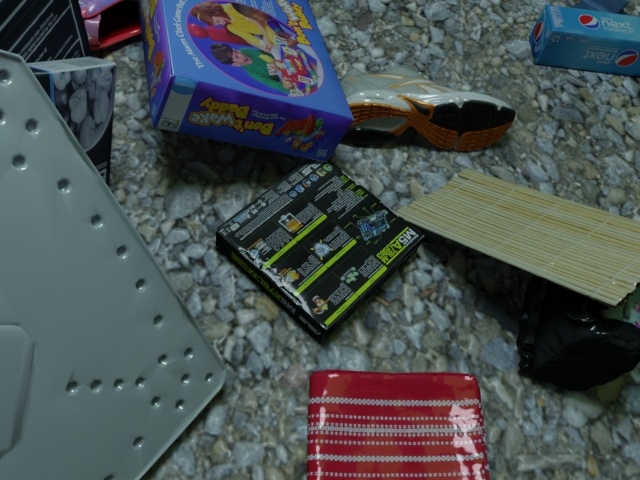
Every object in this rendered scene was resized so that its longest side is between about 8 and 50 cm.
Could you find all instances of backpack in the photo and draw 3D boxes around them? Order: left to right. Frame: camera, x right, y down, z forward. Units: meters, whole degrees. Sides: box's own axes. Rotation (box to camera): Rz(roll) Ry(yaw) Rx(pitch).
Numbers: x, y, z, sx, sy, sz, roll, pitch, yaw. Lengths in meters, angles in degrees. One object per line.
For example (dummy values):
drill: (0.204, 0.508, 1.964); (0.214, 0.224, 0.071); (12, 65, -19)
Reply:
backpack: (0.318, 0.075, 0.768); (0.115, 0.152, 0.182); (30, 52, -7)

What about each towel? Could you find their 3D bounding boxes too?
towel: (0.083, 0.264, 0.664); (0.198, 0.031, 0.275); (4, 58, -6)
towel: (0.483, -0.401, 1.151); (0.119, 0.029, 0.067); (-37, 71, -27)

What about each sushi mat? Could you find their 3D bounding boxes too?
sushi mat: (0.248, -0.018, 0.780); (0.151, 0.019, 0.316); (-33, 37, -26)

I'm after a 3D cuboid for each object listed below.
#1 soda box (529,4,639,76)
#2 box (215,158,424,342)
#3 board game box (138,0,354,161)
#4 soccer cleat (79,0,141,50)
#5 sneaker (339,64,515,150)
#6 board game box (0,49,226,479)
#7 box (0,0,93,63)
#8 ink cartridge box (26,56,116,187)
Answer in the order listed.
soda box: (0.458, -0.326, 1.073); (0.210, 0.071, 0.067); (6, 57, -6)
box: (0.000, 0.000, 0.809); (0.184, 0.045, 0.190); (41, 60, 13)
board game box: (-0.113, -0.271, 0.872); (0.233, 0.078, 0.347); (8, 47, -29)
soccer cleat: (-0.370, -0.305, 0.901); (0.318, 0.109, 0.116); (-24, 61, -26)
sneaker: (0.148, -0.204, 0.934); (0.262, 0.099, 0.121); (3, 53, -9)
board game box: (-0.296, 0.116, 0.516); (0.050, 0.390, 0.390); (12, 47, 43)
box: (-0.384, -0.137, 0.673); (0.182, 0.294, 0.296); (20, 60, 3)
ink cartridge box: (-0.277, -0.074, 0.663); (0.045, 0.208, 0.206); (14, 21, 6)
